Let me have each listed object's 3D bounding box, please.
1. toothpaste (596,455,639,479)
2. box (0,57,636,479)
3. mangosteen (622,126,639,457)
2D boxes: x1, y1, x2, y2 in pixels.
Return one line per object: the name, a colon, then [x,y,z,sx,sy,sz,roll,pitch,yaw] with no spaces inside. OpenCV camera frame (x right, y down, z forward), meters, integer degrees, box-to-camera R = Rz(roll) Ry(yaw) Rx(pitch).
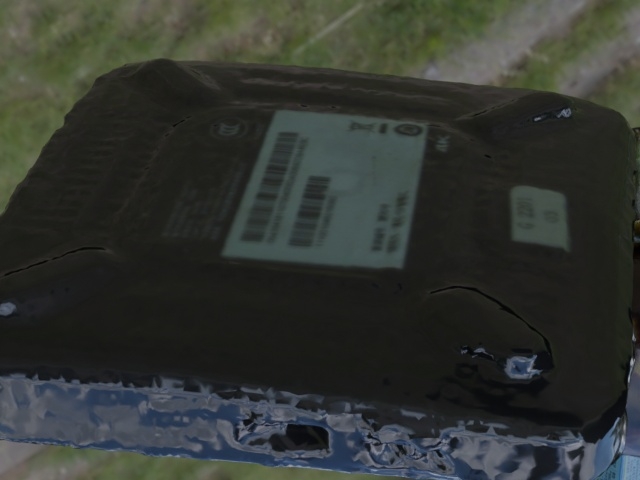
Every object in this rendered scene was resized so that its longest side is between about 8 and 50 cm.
toothpaste: [0.307,0.223,1.511,0.050,0.065,0.266,-15,118,-30]
box: [0.000,0.000,0.821,0.359,0.350,0.091,-73,164,-56]
mangosteen: [0.292,0.047,1.286,0.231,0.289,0.231,-16,173,-2]
